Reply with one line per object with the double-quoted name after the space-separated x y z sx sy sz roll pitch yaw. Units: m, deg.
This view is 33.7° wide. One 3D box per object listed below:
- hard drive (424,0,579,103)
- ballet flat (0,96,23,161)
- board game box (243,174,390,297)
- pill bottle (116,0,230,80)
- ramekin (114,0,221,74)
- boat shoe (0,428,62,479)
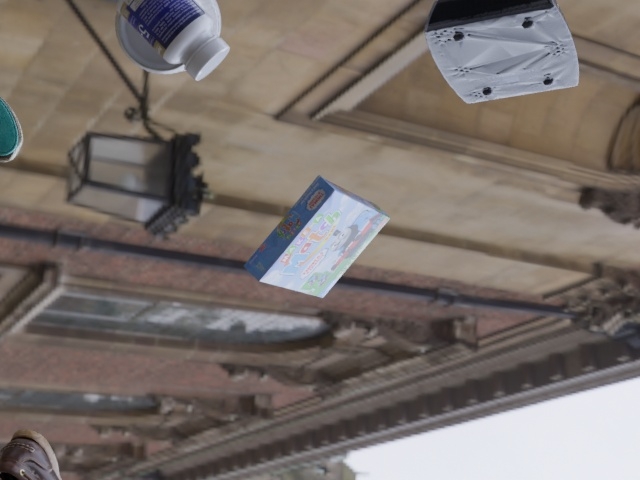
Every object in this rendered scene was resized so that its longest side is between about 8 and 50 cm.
0.234 -0.248 1.340 0.172 0.254 0.054 -8 -105 18 "hard drive"
-0.382 -0.147 1.176 0.168 0.057 0.052 51 -19 13 "ballet flat"
0.000 0.000 1.476 0.039 0.211 0.160 44 -80 24 "board game box"
-0.251 -0.372 1.830 0.187 0.112 0.112 46 -44 1 "pill bottle"
-0.307 -0.425 2.082 0.109 0.207 0.207 -75 -173 -68 "ramekin"
-0.338 0.330 1.292 0.073 0.207 0.073 -15 -151 15 "boat shoe"
